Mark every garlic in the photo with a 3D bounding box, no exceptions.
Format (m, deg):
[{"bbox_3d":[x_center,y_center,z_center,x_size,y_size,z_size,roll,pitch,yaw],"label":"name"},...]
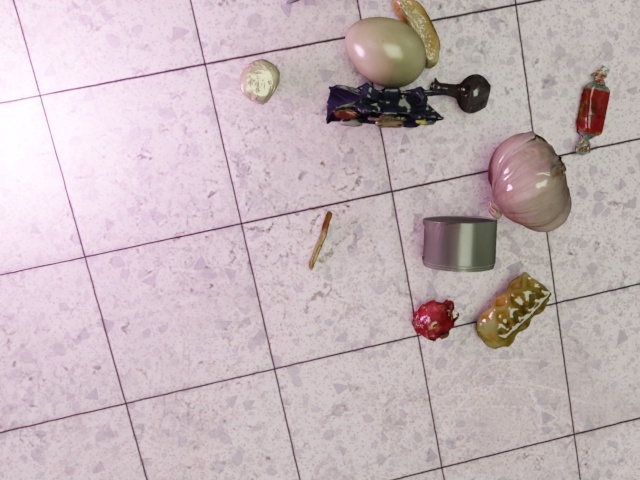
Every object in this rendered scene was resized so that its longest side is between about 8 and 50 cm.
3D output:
[{"bbox_3d":[0.639,-0.177,1.647,0.240,0.322,0.322,0,99,22],"label":"garlic"}]

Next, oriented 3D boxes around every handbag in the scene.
[{"bbox_3d":[0.175,-0.386,1.551,0.303,0.329,0.122,2,102,-6],"label":"handbag"}]

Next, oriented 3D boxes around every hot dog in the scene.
[{"bbox_3d":[0.303,-0.650,1.649,0.073,0.084,0.243,-31,99,-4],"label":"hot dog"}]

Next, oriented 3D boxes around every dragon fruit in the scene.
[{"bbox_3d":[0.379,0.262,1.768,0.166,0.136,0.133,-36,134,-26],"label":"dragon fruit"}]

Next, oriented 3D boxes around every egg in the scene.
[{"bbox_3d":[0.192,-0.562,1.597,0.253,0.188,0.189,24,95,-1],"label":"egg"}]

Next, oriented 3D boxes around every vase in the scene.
[{"bbox_3d":[0.434,-0.466,1.682,0.182,0.120,0.120,13,97,11],"label":"vase"}]

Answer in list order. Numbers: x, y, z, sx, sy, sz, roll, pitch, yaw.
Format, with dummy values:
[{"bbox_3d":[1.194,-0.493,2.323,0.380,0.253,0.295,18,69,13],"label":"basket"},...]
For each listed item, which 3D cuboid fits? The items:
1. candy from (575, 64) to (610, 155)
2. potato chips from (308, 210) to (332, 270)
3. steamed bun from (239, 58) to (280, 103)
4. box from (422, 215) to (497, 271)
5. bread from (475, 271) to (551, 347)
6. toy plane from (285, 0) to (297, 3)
[{"bbox_3d":[0.888,-0.424,1.751,0.086,0.059,0.292,6,98,-8],"label":"candy"},{"bbox_3d":[0.000,0.000,1.737,0.026,0.037,0.204,21,101,2],"label":"potato chips"},{"bbox_3d":[-0.186,-0.480,1.619,0.112,0.091,0.130,25,92,-13],"label":"steamed bun"},{"bbox_3d":[0.433,0.006,1.681,0.226,0.226,0.150,-1,98,-6],"label":"box"},{"bbox_3d":[0.633,0.243,1.786,0.152,0.130,0.268,41,94,-14],"label":"bread"},{"bbox_3d":[0.014,-0.773,1.607,0.267,0.088,0.212,-30,99,7],"label":"toy plane"}]
